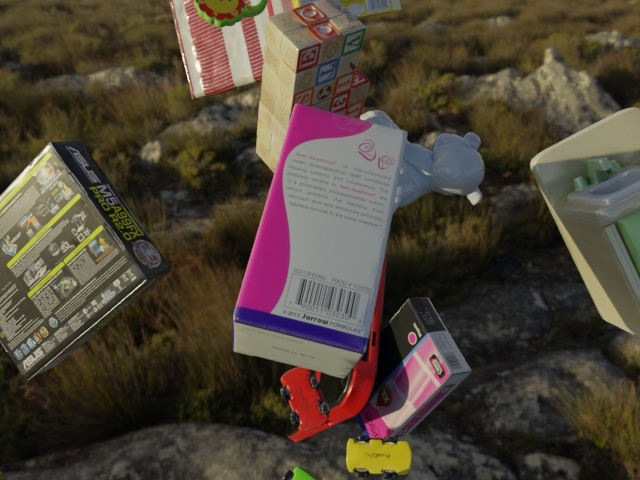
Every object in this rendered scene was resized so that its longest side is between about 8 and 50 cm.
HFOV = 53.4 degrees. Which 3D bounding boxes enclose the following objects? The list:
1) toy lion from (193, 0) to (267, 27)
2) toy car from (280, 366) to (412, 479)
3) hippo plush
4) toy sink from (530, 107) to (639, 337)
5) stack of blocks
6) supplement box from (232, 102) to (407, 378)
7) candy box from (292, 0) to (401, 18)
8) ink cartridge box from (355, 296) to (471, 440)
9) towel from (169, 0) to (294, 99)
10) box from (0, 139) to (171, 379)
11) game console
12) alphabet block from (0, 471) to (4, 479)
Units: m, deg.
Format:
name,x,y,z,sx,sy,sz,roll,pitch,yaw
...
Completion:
name,x,y,z,sx,sy,sz,roll,pitch,yaw
toy lion,-0.124,-0.342,0.895,0.100,0.096,0.034,11,-17,-11
toy car,-0.006,0.344,0.984,0.239,0.225,0.053,34,-7,16
hippo plush,0.213,-0.175,1.327,0.237,0.234,0.294,-12,16,6
toy sink,0.379,-0.026,0.740,0.153,0.234,0.131,-27,8,0
stack of blocks,-0.009,-0.255,1.089,0.171,0.297,0.087,-28,64,-25
supplement box,0.000,0.000,0.592,0.111,0.114,0.219,15,65,-1
candy box,0.044,-0.448,1.142,0.206,0.105,0.027,-18,11,-21
ink cartridge box,0.148,0.297,1.304,0.069,0.370,0.175,-1,48,-33
towel,-0.162,-0.457,1.370,0.329,0.236,0.037,-10,3,25
box,-0.362,0.031,0.862,0.270,0.216,0.060,-38,-4,22
game console,0.034,0.221,1.402,0.060,0.342,0.386,20,55,-15
alphabet block,-0.540,0.454,0.895,0.193,0.197,0.193,-17,-14,-23
